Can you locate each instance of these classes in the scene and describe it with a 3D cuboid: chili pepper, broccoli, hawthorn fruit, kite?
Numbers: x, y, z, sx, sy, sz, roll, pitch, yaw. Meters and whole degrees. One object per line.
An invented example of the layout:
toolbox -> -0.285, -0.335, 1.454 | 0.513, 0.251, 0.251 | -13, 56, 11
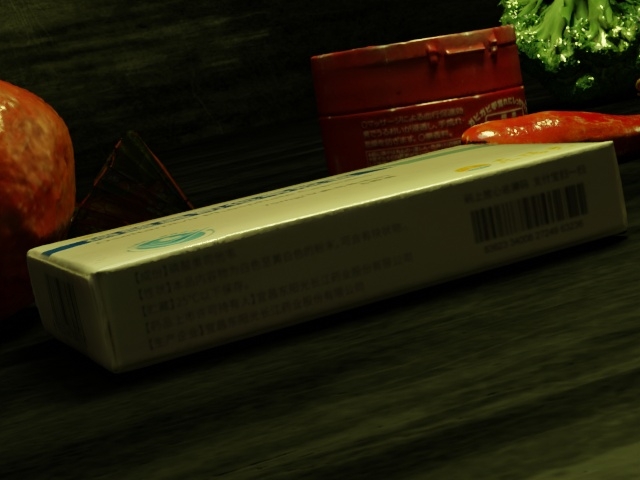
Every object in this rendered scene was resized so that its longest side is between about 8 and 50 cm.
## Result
chili pepper -> 0.206, -0.086, 1.201 | 0.272, 0.063, 0.071 | -11, 20, -17
broccoli -> 0.370, -0.326, 1.893 | 0.270, 0.270, 0.270 | -12, 30, 7
hawthorn fruit -> -0.277, -0.012, 0.947 | 0.207, 0.207, 0.243 | -11, 29, 0
kite -> -0.173, -0.012, 1.114 | 0.183, 0.014, 0.241 | 21, -38, -23

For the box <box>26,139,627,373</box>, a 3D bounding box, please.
box -> 0.000, 0.000, 0.860 | 0.343, 0.065, 0.200 | -15, 8, -21

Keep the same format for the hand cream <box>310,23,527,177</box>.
hand cream -> 0.107, -0.140, 1.404 | 0.230, 0.149, 0.230 | -11, 6, 1

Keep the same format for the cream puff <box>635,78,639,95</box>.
cream puff -> 0.360, -0.141, 1.160 | 0.165, 0.115, 0.150 | -1, 17, 9

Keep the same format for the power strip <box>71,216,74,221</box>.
power strip -> -0.212, -0.022, 1.432 | 0.123, 0.032, 0.056 | -18, 9, -35
